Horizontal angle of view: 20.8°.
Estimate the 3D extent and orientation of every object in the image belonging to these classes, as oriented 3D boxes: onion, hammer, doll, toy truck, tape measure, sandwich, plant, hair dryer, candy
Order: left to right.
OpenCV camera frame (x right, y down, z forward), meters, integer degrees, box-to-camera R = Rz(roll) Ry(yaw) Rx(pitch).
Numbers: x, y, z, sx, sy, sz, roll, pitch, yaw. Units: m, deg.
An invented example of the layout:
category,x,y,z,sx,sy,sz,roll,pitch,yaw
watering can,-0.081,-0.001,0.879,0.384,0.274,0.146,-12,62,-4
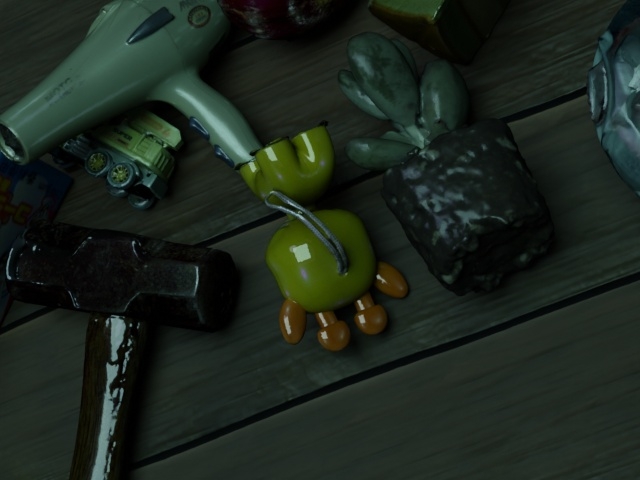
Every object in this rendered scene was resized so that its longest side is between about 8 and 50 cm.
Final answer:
category,x,y,z,sx,sy,sz,roll,pitch,yaw
candy,-0.405,0.033,1.895,0.100,0.157,0.306,27,89,24
hammer,-0.229,0.188,1.841,0.242,0.095,0.408,6,86,23
toy truck,-0.228,-0.110,1.901,0.169,0.077,0.100,28,80,25
hair dryer,-0.187,-0.122,1.813,0.296,0.119,0.298,-18,71,-22
onion,-0.057,-0.313,1.835,0.198,0.135,0.173,34,71,26
doll,0.000,0.000,1.754,0.143,0.135,0.221,-20,89,-22
sandwich,0.106,-0.268,1.747,0.144,0.187,0.117,33,91,18
plant,0.112,-0.082,1.727,0.149,0.146,0.274,-28,67,-6
tape measure,0.385,-0.130,1.622,0.256,0.147,0.275,-27,71,14
